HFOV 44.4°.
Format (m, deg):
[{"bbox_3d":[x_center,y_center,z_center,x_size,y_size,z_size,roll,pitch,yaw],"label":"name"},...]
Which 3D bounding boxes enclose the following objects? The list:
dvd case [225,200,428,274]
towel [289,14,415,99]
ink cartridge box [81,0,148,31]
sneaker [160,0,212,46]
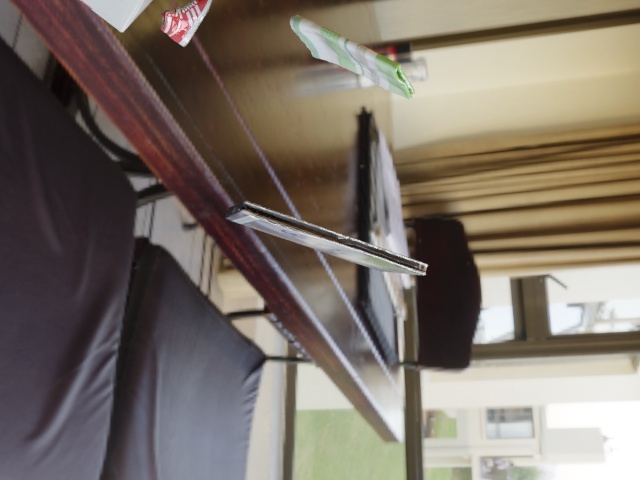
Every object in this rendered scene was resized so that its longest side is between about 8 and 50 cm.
[{"bbox_3d":[0.000,0.000,0.938,0.164,0.221,0.018,178,-69,-77],"label":"dvd case"},{"bbox_3d":[0.040,-0.223,0.969,0.023,0.152,0.113,-60,161,4],"label":"towel"},{"bbox_3d":[-0.313,-0.458,1.277,0.128,0.127,0.176,35,41,-15],"label":"ink cartridge box"},{"bbox_3d":[-0.251,-0.428,1.457,0.118,0.067,0.042,-58,-153,6],"label":"sneaker"}]
